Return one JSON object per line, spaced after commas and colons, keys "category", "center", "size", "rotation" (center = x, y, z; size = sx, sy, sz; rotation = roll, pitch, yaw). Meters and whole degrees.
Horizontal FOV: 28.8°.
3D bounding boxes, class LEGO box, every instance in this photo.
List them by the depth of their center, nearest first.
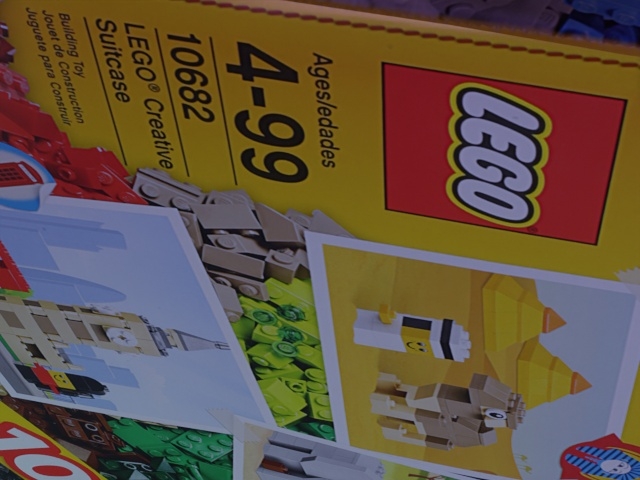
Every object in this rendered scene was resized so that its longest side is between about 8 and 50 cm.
{"category": "LEGO box", "center": [0.000, 0.000, 0.584], "size": [0.372, 0.193, 0.500], "rotation": [10, 146, 12]}
